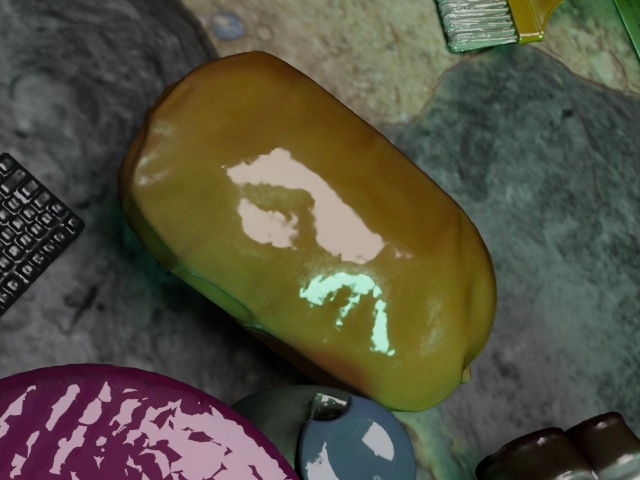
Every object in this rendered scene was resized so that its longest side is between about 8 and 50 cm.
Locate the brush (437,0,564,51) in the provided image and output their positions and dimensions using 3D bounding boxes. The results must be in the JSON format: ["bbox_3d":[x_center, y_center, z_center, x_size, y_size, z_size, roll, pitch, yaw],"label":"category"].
[{"bbox_3d":[0.213,-0.206,0.891,0.272,0.013,0.103,-10,74,-11],"label":"brush"}]

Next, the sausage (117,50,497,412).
[{"bbox_3d":[0.000,0.000,0.661,0.241,0.120,0.136,35,70,-14],"label":"sausage"}]

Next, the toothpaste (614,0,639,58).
[{"bbox_3d":[0.325,-0.108,0.940,0.089,0.071,0.313,-11,75,-36],"label":"toothpaste"}]

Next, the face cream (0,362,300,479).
[{"bbox_3d":[-0.091,0.147,0.466,0.175,0.195,0.175,2,74,-8],"label":"face cream"}]

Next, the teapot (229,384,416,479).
[{"bbox_3d":[-0.001,0.141,0.604,0.111,0.108,0.149,7,65,-27],"label":"teapot"}]

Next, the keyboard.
[{"bbox_3d":[-0.201,0.038,0.586,0.061,0.013,0.204,43,54,-8],"label":"keyboard"}]

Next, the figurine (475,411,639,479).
[{"bbox_3d":[0.201,0.277,0.639,0.281,0.167,0.370,-4,62,-37],"label":"figurine"}]
